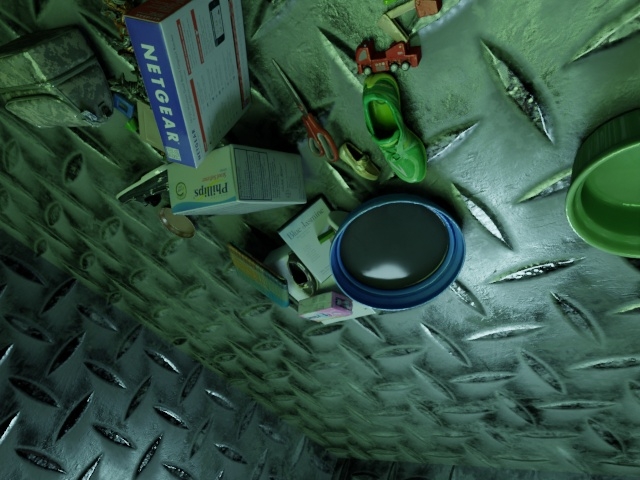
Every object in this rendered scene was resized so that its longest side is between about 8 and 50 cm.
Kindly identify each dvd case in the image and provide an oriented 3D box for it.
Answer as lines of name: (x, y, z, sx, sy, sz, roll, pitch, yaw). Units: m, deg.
dvd case: (0.000, 0.000, 1.370, 0.253, 0.180, 0.022, 52, 176, -28)

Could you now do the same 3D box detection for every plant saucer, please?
plant saucer: (-0.576, -0.077, 1.704, 0.168, 0.029, 0.169, 16, 141, 13)

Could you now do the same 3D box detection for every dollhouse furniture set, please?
dollhouse furniture set: (0.055, 0.037, 1.357, 0.058, 0.076, 0.152, -33, 116, 6)

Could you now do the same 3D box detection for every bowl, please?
bowl: (0.220, 0.038, 1.237, 0.390, 0.077, 0.392, 0, 123, 1)

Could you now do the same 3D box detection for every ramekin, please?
ramekin: (0.671, -0.119, 0.855, 0.303, 0.148, 0.304, 16, 140, 14)

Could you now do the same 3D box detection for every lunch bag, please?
lunch bag: (-0.790, -0.460, 1.247, 0.304, 0.213, 0.256, 4, 136, 25)

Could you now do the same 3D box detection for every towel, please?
towel: (-0.230, 0.141, 1.630, 0.271, 0.040, 0.370, 34, 160, 9)

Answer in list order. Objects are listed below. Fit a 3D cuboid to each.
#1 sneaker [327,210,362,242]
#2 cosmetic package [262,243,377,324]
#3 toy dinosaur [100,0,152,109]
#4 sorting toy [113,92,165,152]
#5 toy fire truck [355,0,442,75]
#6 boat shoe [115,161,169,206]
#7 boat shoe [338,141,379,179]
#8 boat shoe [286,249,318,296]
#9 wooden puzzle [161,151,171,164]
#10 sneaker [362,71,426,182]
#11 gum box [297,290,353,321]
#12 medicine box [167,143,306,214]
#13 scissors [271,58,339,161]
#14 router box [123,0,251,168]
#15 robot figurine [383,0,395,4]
sneaker: (0.129, 0.022, 1.354, 0.295, 0.105, 0.147, 28, 137, -9)
cosmetic package: (0.003, 0.153, 1.582, 0.377, 0.098, 0.284, 45, 140, -22)
toy dinosaur: (-0.435, -0.472, 1.096, 0.218, 0.164, 0.322, -39, 88, 32)
sorting toy: (-0.490, -0.349, 1.337, 0.347, 0.047, 0.196, 29, 148, 0)
toy fire truck: (0.157, -0.428, 0.879, 0.191, 0.047, 0.135, 4, 136, 27)
boat shoe: (-0.623, -0.180, 1.537, 0.339, 0.127, 0.113, -21, 111, 32)
boat shoe: (0.109, -0.216, 1.143, 0.135, 0.050, 0.045, 33, 147, -8)
boat shoe: (-0.067, 0.124, 1.460, 0.081, 0.069, 0.228, 4, 135, 24)
wooden puzzle: (-0.504, -0.277, 1.420, 0.083, 0.049, 0.006, 28, 156, -2)
sneaker: (0.167, -0.248, 1.015, 0.109, 0.124, 0.296, -8, 131, 35)
gum box: (0.020, 0.241, 1.521, 0.107, 0.062, 0.188, 25, 148, -37)
medicine box: (-0.231, -0.160, 1.192, 0.263, 0.289, 0.149, -6, 89, 35)
scissors: (-0.033, -0.334, 1.095, 0.109, 0.021, 0.297, 22, 147, 48)
router box: (-0.272, -0.392, 0.960, 0.082, 0.301, 0.336, 16, 140, 12)
robot figurine: (0.144, -0.497, 0.793, 0.115, 0.067, 0.101, 17, 152, 12)
